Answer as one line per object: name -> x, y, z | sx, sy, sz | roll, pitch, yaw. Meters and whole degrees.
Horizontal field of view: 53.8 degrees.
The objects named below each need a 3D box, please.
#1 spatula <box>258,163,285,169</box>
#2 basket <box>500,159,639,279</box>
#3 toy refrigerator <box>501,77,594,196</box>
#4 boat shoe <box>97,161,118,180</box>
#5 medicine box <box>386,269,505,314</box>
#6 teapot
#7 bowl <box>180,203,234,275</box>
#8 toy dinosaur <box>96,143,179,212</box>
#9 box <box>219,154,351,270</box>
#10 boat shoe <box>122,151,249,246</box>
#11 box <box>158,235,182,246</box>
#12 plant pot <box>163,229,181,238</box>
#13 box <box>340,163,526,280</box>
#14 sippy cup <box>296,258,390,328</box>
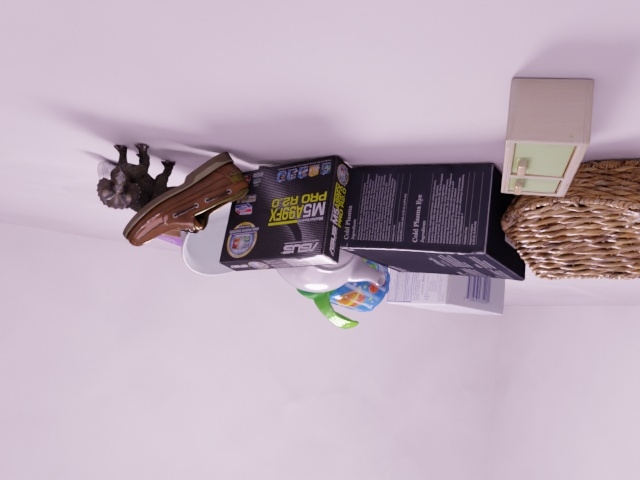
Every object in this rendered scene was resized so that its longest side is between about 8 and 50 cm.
spatula -> -0.028, -0.139, 1.452 | 0.242, 0.019, 0.168 | 9, 170, -10
basket -> 0.512, -0.073, 1.156 | 0.213, 0.223, 0.299 | 49, 153, -22
toy refrigerator -> 0.319, -0.135, 0.913 | 0.102, 0.094, 0.269 | 5, 172, 15
boat shoe -> -0.502, -0.160, 1.607 | 0.063, 0.066, 0.184 | -8, 166, 9
medicine box -> 0.414, 0.157, 2.095 | 0.264, 0.149, 0.289 | 13, 170, -33
teapot -> 0.000, 0.000, 1.507 | 0.256, 0.252, 0.187 | -5, 173, -17
bowl -> -0.234, -0.057, 1.592 | 0.298, 0.298, 0.134 | 20, -151, -55
toy dinosaur -> -0.403, -0.122, 1.427 | 0.121, 0.160, 0.313 | 5, 170, 18
box -> -0.075, -0.051, 1.310 | 0.270, 0.216, 0.060 | -5, 155, 35
boat shoe -> -0.292, -0.061, 1.356 | 0.307, 0.104, 0.111 | -35, 180, 18
box -> -0.467, -0.007, 2.264 | 0.293, 0.057, 0.201 | 20, -177, 4
plant pot -> -0.433, -0.074, 1.939 | 0.237, 0.109, 0.237 | 7, 172, 1
box -> 0.255, -0.032, 1.365 | 0.313, 0.178, 0.343 | 2, 169, 30
sippy cup -> 0.079, 0.100, 1.875 | 0.224, 0.305, 0.240 | 30, 173, -32
